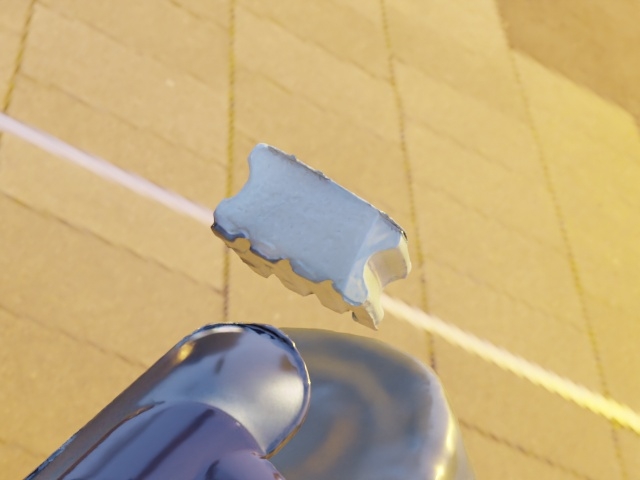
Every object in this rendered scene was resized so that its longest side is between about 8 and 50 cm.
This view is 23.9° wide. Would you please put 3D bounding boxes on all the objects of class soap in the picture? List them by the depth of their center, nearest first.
[{"bbox_3d":[0.000,0.000,1.344,0.150,0.094,0.261,26,-6,8],"label":"soap"}]

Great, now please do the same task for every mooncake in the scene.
[{"bbox_3d":[-0.018,0.182,1.077,0.275,0.275,0.135,-90,165,-57],"label":"mooncake"}]

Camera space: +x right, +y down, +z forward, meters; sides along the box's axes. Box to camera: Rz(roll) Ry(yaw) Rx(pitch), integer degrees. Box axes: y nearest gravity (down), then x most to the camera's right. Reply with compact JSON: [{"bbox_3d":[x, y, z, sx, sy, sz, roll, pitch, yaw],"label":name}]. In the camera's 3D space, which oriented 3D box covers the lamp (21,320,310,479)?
[{"bbox_3d":[-0.027,0.202,0.567,0.124,0.203,0.283,24,-37,60],"label":"lamp"}]
